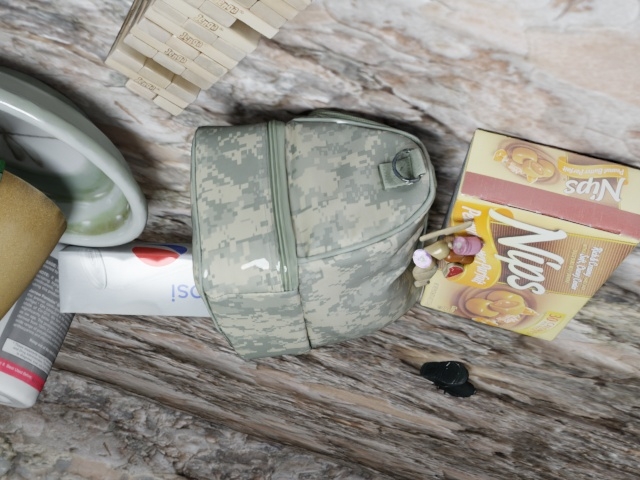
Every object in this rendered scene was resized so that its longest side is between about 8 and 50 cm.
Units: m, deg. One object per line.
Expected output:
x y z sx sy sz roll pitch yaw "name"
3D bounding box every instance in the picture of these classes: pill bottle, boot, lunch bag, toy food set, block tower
-0.475 0.089 1.288 0.176 0.319 0.176 15 155 7 "pill bottle"
0.254 0.264 1.518 0.099 0.045 0.121 35 157 -30 "boot"
0.000 0.000 0.933 0.256 0.213 0.305 -5 154 1 "lunch bag"
0.138 0.021 0.871 0.077 0.019 0.122 -18 154 1 "toy food set"
-0.075 -0.214 0.669 0.091 0.097 0.335 28 152 -25 "block tower"

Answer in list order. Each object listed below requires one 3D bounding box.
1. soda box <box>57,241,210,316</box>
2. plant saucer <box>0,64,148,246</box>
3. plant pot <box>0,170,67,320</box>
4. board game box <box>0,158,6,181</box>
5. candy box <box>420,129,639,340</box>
-0.242 0.056 1.225 0.286 0.098 0.091 2 -169 -2 "soda box"
-0.403 -0.127 1.054 0.400 0.101 0.400 14 156 7 "plant saucer"
-0.494 0.045 1.050 0.237 0.254 0.237 15 156 7 "plant pot"
-0.435 -0.068 0.805 0.213 0.046 0.317 30 -170 -25 "board game box"
0.231 0.009 0.944 0.182 0.088 0.316 15 155 6 "candy box"
